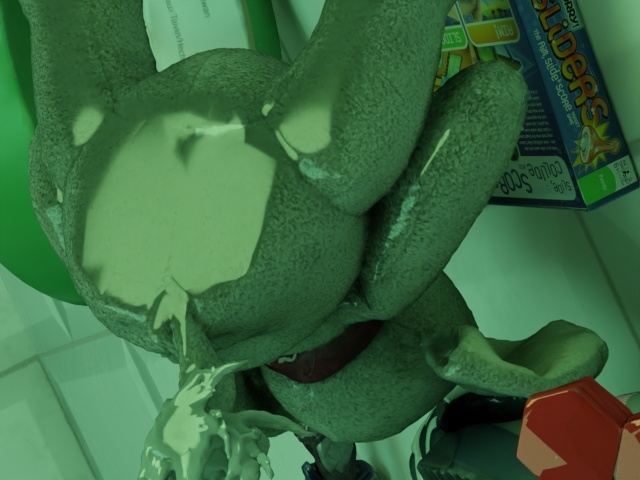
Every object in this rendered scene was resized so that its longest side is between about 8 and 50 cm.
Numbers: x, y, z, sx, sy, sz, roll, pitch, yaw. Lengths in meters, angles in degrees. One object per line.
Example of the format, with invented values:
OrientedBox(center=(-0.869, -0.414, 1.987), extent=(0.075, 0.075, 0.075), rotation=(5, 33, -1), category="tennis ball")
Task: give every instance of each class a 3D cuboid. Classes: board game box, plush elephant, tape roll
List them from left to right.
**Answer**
OrientedBox(center=(-0.128, -0.122, 1.027), extent=(0.077, 0.321, 0.321), rotation=(-10, 110, 27), category="tape roll")
OrientedBox(center=(0.000, 0.000, 0.867), extent=(0.255, 0.271, 0.330), rotation=(30, -121, -61), category="plush elephant")
OrientedBox(center=(0.084, -0.086, 0.915), extent=(0.201, 0.035, 0.136), rotation=(9, 122, 66), category="board game box")

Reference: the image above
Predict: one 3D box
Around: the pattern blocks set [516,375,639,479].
OrientedBox(center=(0.241, 0.154, 0.579), extent=(0.285, 0.026, 0.325), rotation=(-28, 86, 28), category="pattern blocks set")

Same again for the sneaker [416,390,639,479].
OrientedBox(center=(0.171, 0.110, 0.780), extent=(0.112, 0.131, 0.319), rotation=(49, 158, -22), category="sneaker")

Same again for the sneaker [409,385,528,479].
OrientedBox(center=(0.131, 0.181, 1.029), extent=(0.153, 0.094, 0.235), rotation=(82, 165, -59), category="sneaker")

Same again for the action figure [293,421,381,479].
OrientedBox(center=(-0.003, 0.134, 1.307), extent=(0.185, 0.099, 0.285), rotation=(-142, 36, -67), category="action figure")
